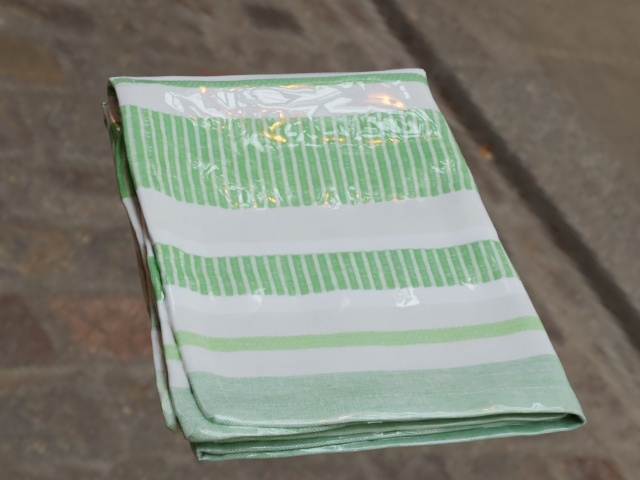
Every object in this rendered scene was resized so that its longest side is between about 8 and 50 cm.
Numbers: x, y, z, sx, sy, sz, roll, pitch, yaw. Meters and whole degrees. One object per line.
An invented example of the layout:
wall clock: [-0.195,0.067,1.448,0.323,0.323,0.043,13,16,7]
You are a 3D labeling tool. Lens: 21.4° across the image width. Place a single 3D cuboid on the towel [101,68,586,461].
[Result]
towel: [0.000,0.000,1.070,0.248,0.038,0.325,-3,43,-16]
